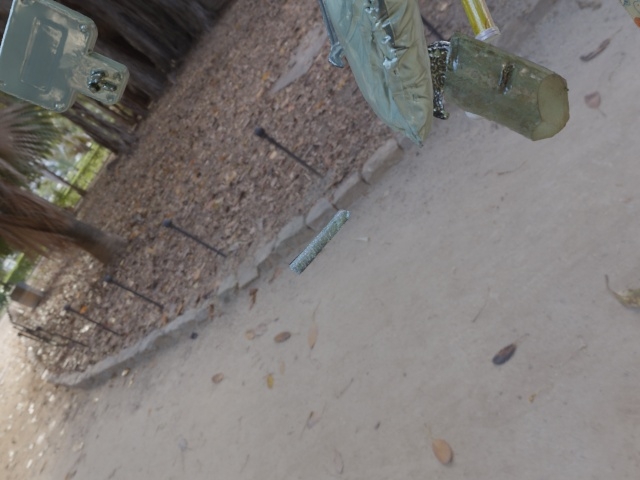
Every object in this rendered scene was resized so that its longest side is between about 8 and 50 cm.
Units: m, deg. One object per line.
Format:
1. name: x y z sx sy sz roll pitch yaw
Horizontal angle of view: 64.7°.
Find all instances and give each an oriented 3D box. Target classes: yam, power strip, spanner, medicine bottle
1. yam: 0.185 -0.151 0.505 0.070 0.146 0.070 -157 90 -90
2. power strip: -0.588 -0.405 1.169 0.230 0.260 0.141 -61 23 17
3. spanner: 0.014 -0.500 1.072 0.071 0.017 0.302 -20 78 8
4. medicine bottle: 0.468 -0.706 1.529 0.073 0.218 0.074 -23 1 1

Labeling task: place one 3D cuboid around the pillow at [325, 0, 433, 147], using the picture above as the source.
1. pillow: 0.100 -0.331 0.814 0.138 0.310 0.284 -20 39 11

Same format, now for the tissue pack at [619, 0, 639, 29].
1. tissue pack: 0.608 -0.442 0.871 0.148 0.196 0.092 -40 3 4

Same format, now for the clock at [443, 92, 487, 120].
1. clock: 0.423 -0.383 1.371 0.162 0.165 0.093 52 139 28

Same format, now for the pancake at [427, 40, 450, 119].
1. pancake: 0.304 -0.408 1.275 0.020 0.184 0.190 -30 -2 -32

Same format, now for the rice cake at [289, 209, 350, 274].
1. rice cake: 0.000 0.000 1.286 0.211 0.034 0.043 -48 14 -6
